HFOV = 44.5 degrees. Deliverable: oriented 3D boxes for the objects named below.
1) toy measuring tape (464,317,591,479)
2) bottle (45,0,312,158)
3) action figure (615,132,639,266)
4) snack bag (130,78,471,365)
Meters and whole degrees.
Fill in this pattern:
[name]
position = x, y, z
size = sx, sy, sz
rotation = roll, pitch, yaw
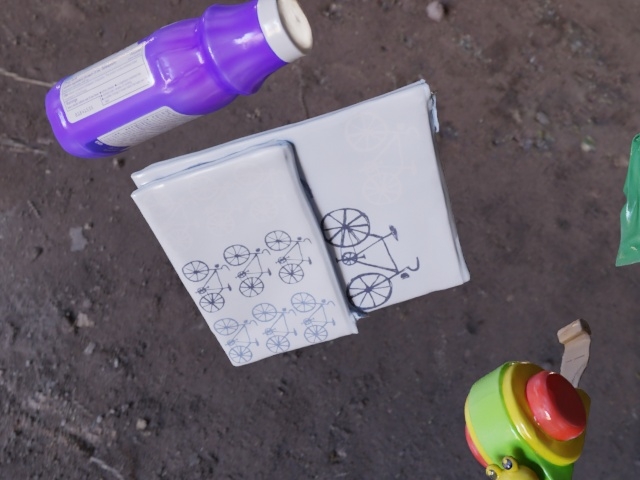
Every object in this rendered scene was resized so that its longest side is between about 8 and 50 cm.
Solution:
[toy measuring tape]
position = 0.225, 0.151, 0.832
size = 0.121, 0.121, 0.330
rotation = 36, 36, 3
[bottle]
position = -0.143, -0.167, 0.791
size = 0.118, 0.282, 0.092
rotation = -29, 100, -62
[action figure]
position = 0.493, -0.081, 1.133
size = 0.063, 0.137, 0.232
rotation = 19, 68, -45
[snack bag]
position = 0.000, 0.000, 0.917
size = 0.342, 0.323, 0.037
rotation = -17, 40, 4
